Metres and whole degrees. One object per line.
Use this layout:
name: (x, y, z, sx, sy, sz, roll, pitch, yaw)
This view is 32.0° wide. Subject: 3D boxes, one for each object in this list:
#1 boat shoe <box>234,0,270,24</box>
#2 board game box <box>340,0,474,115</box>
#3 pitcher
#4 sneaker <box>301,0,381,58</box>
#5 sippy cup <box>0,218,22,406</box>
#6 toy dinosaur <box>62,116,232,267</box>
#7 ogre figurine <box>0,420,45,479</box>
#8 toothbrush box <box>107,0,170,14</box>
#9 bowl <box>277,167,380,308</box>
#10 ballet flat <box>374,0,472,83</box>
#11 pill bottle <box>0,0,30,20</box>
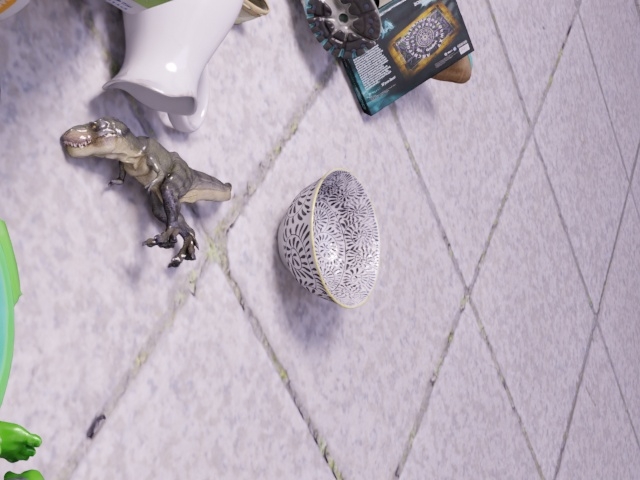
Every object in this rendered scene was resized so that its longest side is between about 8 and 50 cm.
boat shoe: (-0.112, -0.305, 1.252, 0.153, 0.048, 0.056, 53, 42, -42)
board game box: (0.117, -0.274, 1.553, 0.186, 0.026, 0.126, -33, 121, -13)
pitcher: (-0.139, -0.225, 1.142, 0.178, 0.125, 0.207, 49, 52, -74)
sneaker: (-0.011, -0.371, 1.415, 0.122, 0.110, 0.283, -85, 154, -67)
sippy cup: (-0.335, 0.050, 0.629, 0.305, 0.224, 0.240, 37, 55, -51)
toy dinosaur: (-0.151, -0.041, 1.130, 0.268, 0.064, 0.118, 25, 56, -59)
ogre figurine: (-0.278, 0.154, 0.847, 0.118, 0.096, 0.197, -78, 165, -61)
toothbrush box: (-0.123, -0.315, 0.916, 0.122, 0.283, 0.206, 26, 84, -24)
bowl: (0.000, 0.000, 1.357, 0.170, 0.080, 0.170, 15, 72, -58)
ballet flat: (0.106, -0.332, 1.591, 0.124, 0.116, 0.342, -50, 130, -26)
pill bottle: (-0.325, -0.250, 0.766, 0.278, 0.162, 0.162, 2, 83, -59)
